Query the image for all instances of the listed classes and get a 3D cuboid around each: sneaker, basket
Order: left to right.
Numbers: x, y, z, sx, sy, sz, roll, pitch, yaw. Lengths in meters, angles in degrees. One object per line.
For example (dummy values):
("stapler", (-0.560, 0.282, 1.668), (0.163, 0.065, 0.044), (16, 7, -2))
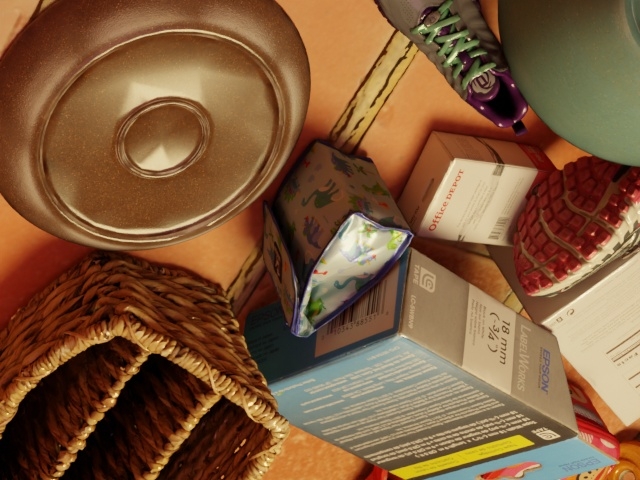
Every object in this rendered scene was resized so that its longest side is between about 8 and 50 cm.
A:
("basket", (-0.210, 0.189, 1.571), (0.213, 0.223, 0.299), (21, 118, -37))
("sneaker", (0.130, -0.186, 1.496), (0.083, 0.098, 0.224), (-40, 134, 10))
("sneaker", (0.317, -0.039, 1.603), (0.299, 0.121, 0.112), (-40, 132, 20))

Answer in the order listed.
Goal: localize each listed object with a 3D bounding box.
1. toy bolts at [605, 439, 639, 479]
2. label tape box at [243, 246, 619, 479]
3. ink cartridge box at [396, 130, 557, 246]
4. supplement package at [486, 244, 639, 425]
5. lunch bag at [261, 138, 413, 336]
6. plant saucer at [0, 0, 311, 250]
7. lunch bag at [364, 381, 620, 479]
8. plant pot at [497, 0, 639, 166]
("toy bolts", (0.481, 0.281, 2.051), (0.158, 0.218, 0.228), (21, 87, -54))
("label tape box", (0.115, 0.151, 1.684), (0.334, 0.105, 0.241), (31, 142, -34))
("ink cartridge box", (0.159, -0.052, 1.655), (0.135, 0.056, 0.099), (6, 124, -30))
("supplement package", (0.312, 0.070, 1.775), (0.134, 0.139, 0.244), (-37, 135, 9))
("lunch bag", (0.000, 0.000, 1.572), (0.096, 0.129, 0.151), (18, 120, -31))
("plant saucer", (-0.148, -0.103, 1.472), (0.311, 0.050, 0.310), (-13, 131, -15))
("lunch bag", (0.180, 0.274, 1.911), (0.258, 0.120, 0.293), (25, 114, -34))
("plant pot", (0.308, -0.204, 1.401), (0.290, 0.195, 0.290), (0, 95, 0))
